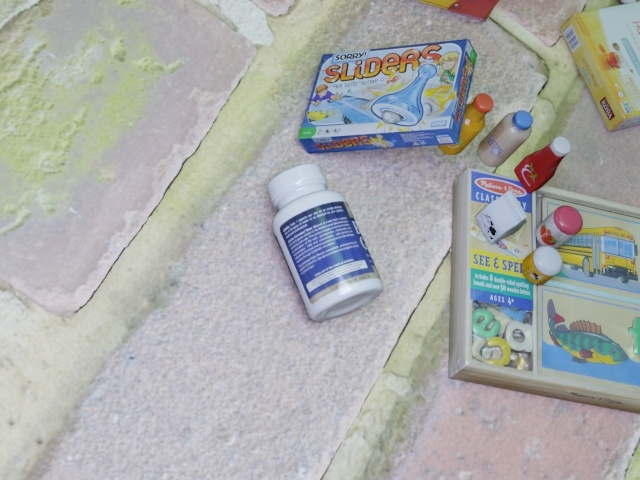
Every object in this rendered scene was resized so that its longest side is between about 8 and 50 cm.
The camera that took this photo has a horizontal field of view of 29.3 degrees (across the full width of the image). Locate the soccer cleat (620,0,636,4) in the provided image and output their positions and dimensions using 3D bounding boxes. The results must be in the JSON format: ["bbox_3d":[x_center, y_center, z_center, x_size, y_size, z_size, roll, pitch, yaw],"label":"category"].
[{"bbox_3d":[0.470,-0.378,1.818,0.035,0.029,0.083,40,62,-10],"label":"soccer cleat"}]

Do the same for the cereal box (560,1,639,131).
[{"bbox_3d":[0.478,-0.260,1.754,0.240,0.047,0.173,-16,73,-26],"label":"cereal box"}]

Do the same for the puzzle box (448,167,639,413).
[{"bbox_3d":[0.359,0.075,1.555,0.409,0.052,0.272,11,63,-15],"label":"puzzle box"}]

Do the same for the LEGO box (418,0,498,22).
[{"bbox_3d":[0.066,-0.510,1.526,0.500,0.372,0.193,14,62,-15],"label":"LEGO box"}]

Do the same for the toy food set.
[{"bbox_3d":[0.249,-0.071,1.489,0.111,0.104,0.232,-22,75,-28],"label":"toy food set"}]

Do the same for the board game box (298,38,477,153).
[{"bbox_3d":[0.082,-0.175,1.499,0.201,0.035,0.136,-2,57,28],"label":"board game box"}]

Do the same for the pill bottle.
[{"bbox_3d":[0.000,0.000,1.428,0.094,0.094,0.169,-16,74,-26],"label":"pill bottle"}]
